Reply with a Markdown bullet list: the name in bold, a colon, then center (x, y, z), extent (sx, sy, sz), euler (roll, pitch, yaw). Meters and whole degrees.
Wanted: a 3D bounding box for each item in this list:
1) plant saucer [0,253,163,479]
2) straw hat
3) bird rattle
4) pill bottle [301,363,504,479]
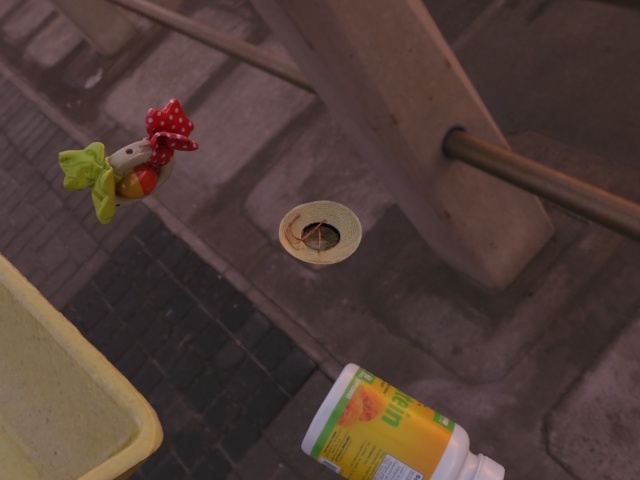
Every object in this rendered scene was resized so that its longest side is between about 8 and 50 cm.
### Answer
- **plant saucer**: center (-0.299, 0.106, 0.363), extent (0.333, 0.081, 0.333), euler (-28, 47, -36)
- **straw hat**: center (0.000, 0.000, 1.345), extent (0.144, 0.061, 0.144), euler (0, 55, 0)
- **bird rattle**: center (-0.340, -0.141, 1.391), extent (0.253, 0.207, 0.143), euler (-40, 79, -20)
- **pill bottle**: center (0.111, 0.281, 1.011), extent (0.246, 0.136, 0.136), euler (29, 74, 9)
